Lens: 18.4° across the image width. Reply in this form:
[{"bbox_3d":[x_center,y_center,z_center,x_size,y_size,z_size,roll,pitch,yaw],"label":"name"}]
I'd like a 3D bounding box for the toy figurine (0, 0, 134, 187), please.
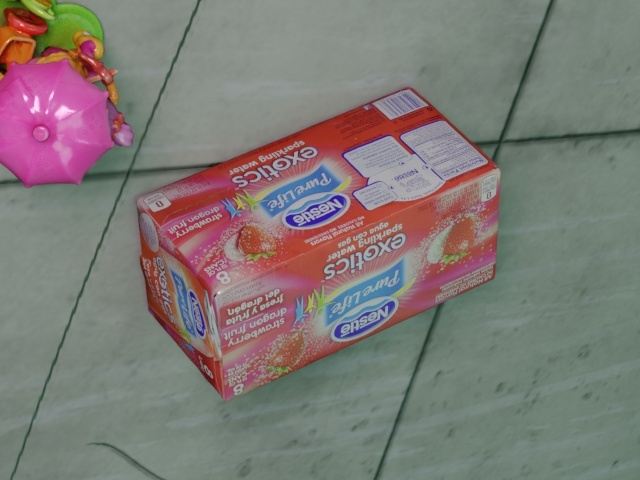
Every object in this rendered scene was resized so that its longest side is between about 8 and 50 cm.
[{"bbox_3d":[-0.178,-0.093,1.269,0.173,0.159,0.130,9,118,-44],"label":"toy figurine"}]

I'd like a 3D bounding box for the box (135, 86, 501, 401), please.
[{"bbox_3d":[0.000,0.000,1.521,0.257,0.128,0.123,-24,136,-23],"label":"box"}]
